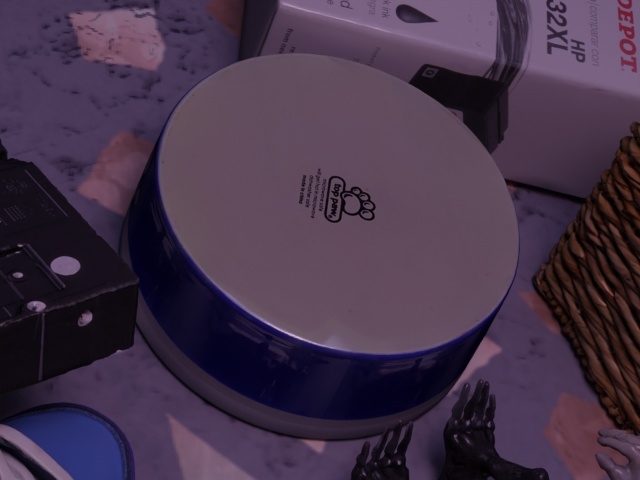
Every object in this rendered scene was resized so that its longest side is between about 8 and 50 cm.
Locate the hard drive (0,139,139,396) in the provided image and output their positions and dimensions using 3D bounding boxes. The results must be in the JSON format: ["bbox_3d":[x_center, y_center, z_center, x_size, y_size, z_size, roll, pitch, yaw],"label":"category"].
[{"bbox_3d":[-0.307,0.027,1.120,0.339,0.064,0.237,-18,44,-33],"label":"hard drive"}]

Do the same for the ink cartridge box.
[{"bbox_3d":[0.103,-0.180,1.510,0.307,0.129,0.223,13,49,-11],"label":"ink cartridge box"}]

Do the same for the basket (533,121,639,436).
[{"bbox_3d":[0.329,0.056,1.355,0.213,0.223,0.299,-10,58,-28],"label":"basket"}]

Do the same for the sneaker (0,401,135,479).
[{"bbox_3d":[-0.192,0.156,1.060,0.130,0.236,0.323,38,50,10],"label":"sneaker"}]

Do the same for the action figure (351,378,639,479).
[{"bbox_3d":[0.129,0.188,1.174,0.164,0.141,0.275,-15,33,-26],"label":"action figure"}]

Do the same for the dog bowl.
[{"bbox_3d":[0.000,0.000,1.346,0.264,0.104,0.265,11,51,-13],"label":"dog bowl"}]
